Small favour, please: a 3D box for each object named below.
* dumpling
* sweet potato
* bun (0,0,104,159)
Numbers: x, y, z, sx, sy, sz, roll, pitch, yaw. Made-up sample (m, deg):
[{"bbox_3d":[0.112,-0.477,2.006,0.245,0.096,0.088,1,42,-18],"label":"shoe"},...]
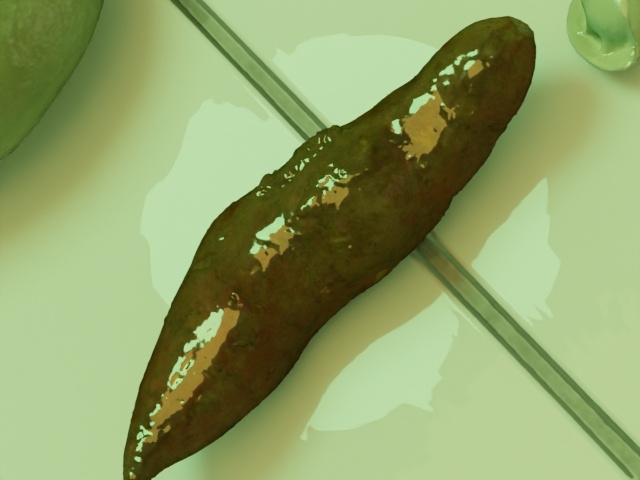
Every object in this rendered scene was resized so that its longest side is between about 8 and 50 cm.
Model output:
[{"bbox_3d":[0.173,-0.137,1.109,0.059,0.043,0.077,-8,89,35],"label":"dumpling"},{"bbox_3d":[-0.006,-0.001,1.109,0.354,0.095,0.106,-48,21,1],"label":"sweet potato"},{"bbox_3d":[-0.316,-0.185,1.199,0.365,0.219,0.365,-7,71,21],"label":"bun"}]
